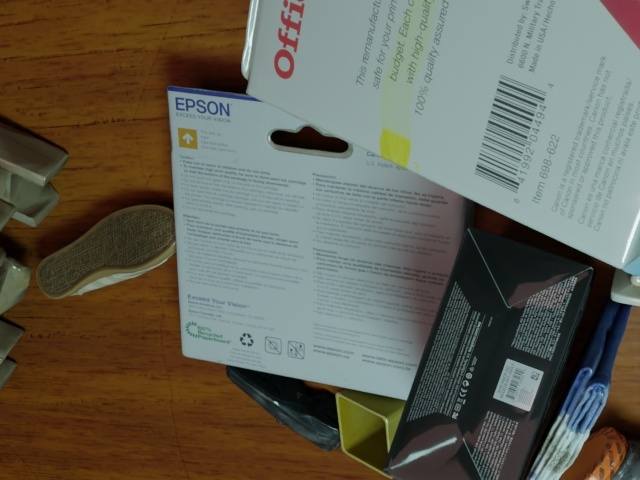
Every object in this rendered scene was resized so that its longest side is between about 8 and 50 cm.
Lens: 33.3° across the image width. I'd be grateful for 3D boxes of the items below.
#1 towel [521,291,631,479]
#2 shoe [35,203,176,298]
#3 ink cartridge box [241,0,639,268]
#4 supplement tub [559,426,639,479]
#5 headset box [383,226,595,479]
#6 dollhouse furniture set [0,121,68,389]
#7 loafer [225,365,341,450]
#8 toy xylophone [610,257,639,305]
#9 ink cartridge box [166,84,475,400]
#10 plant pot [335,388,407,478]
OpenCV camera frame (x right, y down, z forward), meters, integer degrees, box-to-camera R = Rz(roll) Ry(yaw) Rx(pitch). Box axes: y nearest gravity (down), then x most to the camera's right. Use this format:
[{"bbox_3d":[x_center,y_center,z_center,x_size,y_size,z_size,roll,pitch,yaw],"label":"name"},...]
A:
[{"bbox_3d":[0.237,0.191,1.052,0.034,0.209,0.285,24,121,13],"label":"towel"},{"bbox_3d":[-0.241,0.010,1.263,0.219,0.058,0.076,-21,86,26],"label":"shoe"},{"bbox_3d":[0.144,-0.194,0.861,0.385,0.160,0.279,29,121,28],"label":"ink cartridge box"},{"bbox_3d":[0.344,0.290,1.112,0.190,0.117,0.117,41,124,-1],"label":"supplement tub"},{"bbox_3d":[0.168,0.110,0.984,0.110,0.293,0.218,20,94,15],"label":"headset box"},{"bbox_3d":[-0.509,0.078,1.197,0.256,0.394,0.362,23,123,0],"label":"dollhouse furniture set"},{"bbox_3d":[-0.043,0.195,1.265,0.170,0.062,0.061,33,128,7],"label":"loafer"},{"bbox_3d":[0.359,-0.086,0.935,0.236,0.081,0.322,0,115,23],"label":"toy xylophone"},{"bbox_3d":[0.000,0.000,1.143,0.324,0.071,0.330,9,115,19],"label":"ink cartridge box"},{"bbox_3d":[0.077,0.200,1.195,0.081,0.083,0.081,20,125,44],"label":"plant pot"}]
